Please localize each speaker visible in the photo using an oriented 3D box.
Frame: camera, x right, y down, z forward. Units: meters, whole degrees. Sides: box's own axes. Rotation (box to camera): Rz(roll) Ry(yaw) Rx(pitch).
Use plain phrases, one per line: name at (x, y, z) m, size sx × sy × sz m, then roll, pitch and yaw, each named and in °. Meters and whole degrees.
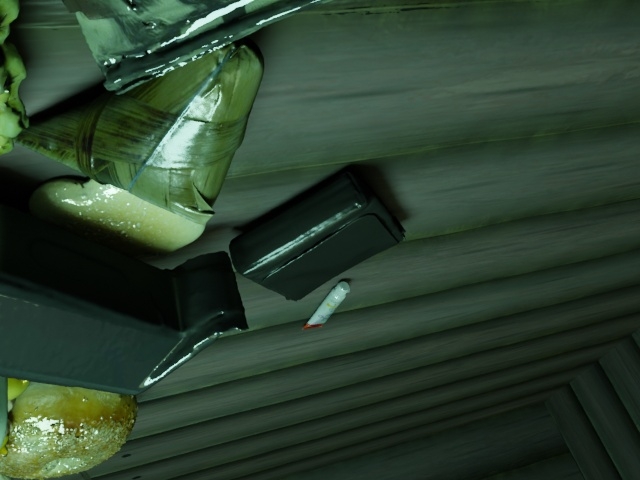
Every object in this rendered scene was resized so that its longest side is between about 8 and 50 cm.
speaker at (-0.295, 0.054, 0.703) m, size 0.184 × 0.180 × 0.388 m, roll -38°, pitch 142°, yaw 20°

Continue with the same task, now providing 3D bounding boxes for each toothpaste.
toothpaste at (0.013, 0.142, 1.216) m, size 0.048 × 0.031 × 0.190 m, roll -6°, pitch 149°, yaw -28°

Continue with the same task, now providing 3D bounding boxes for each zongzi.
zongzi at (-0.193, -0.150, 0.602) m, size 0.242 × 0.112 × 0.221 m, roll 21°, pitch 124°, yaw -12°

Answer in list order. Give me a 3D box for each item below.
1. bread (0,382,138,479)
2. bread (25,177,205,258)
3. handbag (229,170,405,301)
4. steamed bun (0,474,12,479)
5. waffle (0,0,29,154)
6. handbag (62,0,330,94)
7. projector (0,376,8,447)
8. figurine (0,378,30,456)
bread at (-0.513, 0.368, 1.140) m, size 0.305 × 0.159 × 0.306 m, roll -15°, pitch 149°, yaw -9°
bread at (-0.285, -0.024, 0.780) m, size 0.250 × 0.039 × 0.182 m, roll -14°, pitch 149°, yaw -8°
handbag at (0.000, 0.000, 0.950) m, size 0.246 × 0.080 × 0.223 m, roll -30°, pitch 155°, yaw 11°
steamed bun at (-0.857, 0.525, 1.174) m, size 0.247 × 0.189 × 0.428 m, roll -24°, pitch 150°, yaw 21°
waffle at (-0.399, -0.151, 0.478) m, size 0.297 × 0.073 × 0.317 m, roll 10°, pitch 146°, yaw -26°
handbag at (-0.100, -0.285, 0.380) m, size 0.327 × 0.163 × 0.325 m, roll -20°, pitch 146°, yaw 15°
projector at (-0.590, 0.197, 0.745) m, size 0.248 × 0.249 × 0.249 m, roll -32°, pitch 146°, yaw 17°
figurine at (-0.535, 0.252, 0.943) m, size 0.131 × 0.156 × 0.246 m, roll 10°, pitch 103°, yaw -6°
